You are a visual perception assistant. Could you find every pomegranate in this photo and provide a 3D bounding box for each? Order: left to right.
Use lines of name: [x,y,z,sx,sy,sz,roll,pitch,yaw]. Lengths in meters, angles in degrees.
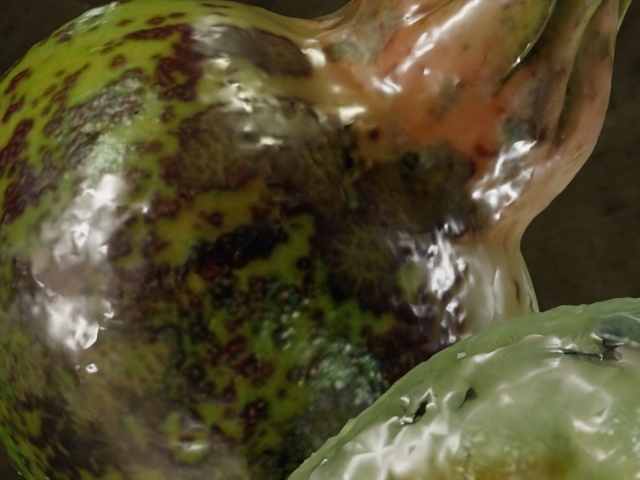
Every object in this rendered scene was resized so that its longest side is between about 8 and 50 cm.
pomegranate: [-0.006,-0.010,0.595,0.222,0.204,0.276,32,83,-39]

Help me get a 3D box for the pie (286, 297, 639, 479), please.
pie: [0.103,0.155,0.435,0.302,0.067,0.302,2,97,19]
